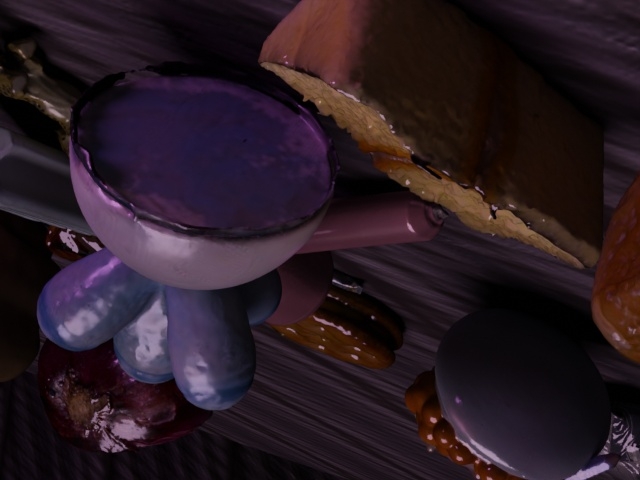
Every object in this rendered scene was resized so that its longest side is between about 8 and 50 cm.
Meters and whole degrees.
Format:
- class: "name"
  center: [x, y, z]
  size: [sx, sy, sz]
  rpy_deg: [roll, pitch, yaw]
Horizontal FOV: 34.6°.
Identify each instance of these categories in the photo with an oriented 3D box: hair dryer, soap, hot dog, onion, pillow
- class: "hair dryer"
  center: [0.000, 0.000, 1.119]
  size: [0.353, 0.125, 0.210]
  rpy_deg: [-4, 148, 41]
- class: "soap"
  center: [-0.363, -0.075, 1.249]
  size: [0.160, 0.087, 0.265]
  rpy_deg: [13, 175, 22]
- class: "hot dog"
  center: [-0.266, 0.004, 1.431]
  size: [0.227, 0.099, 0.160]
  rpy_deg: [20, 161, 6]
- class: "onion"
  center: [-0.358, 0.230, 1.903]
  size: [0.337, 0.260, 0.282]
  rpy_deg: [-3, -170, 34]
- class: "pillow"
  center: [0.442, 0.299, 1.414]
  size: [0.335, 0.092, 0.162]
  rpy_deg: [37, 162, -36]

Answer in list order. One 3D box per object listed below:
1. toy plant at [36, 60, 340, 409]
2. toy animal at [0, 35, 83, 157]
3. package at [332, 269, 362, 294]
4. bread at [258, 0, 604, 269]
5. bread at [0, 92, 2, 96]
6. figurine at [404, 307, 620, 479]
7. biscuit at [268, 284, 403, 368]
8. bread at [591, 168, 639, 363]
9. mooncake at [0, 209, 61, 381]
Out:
- class: "toy plant"
  center: [-0.134, 0.024, 0.965]
  size: [0.247, 0.247, 0.332]
  rpy_deg: [22, 133, 3]
- class: "toy animal"
  center: [-0.301, -0.157, 1.100]
  size: [0.181, 0.073, 0.136]
  rpy_deg: [31, 167, -31]
- class: "package"
  center: [0.006, 0.043, 1.352]
  size: [0.110, 0.015, 0.037]
  rpy_deg: [25, 166, 0]
- class: "bread"
  center: [0.093, -0.085, 0.750]
  size: [0.266, 0.141, 0.178]
  rpy_deg: [29, -164, -27]
- class: "bread"
  center: [-0.438, -0.209, 1.133]
  size: [0.193, 0.063, 0.193]
  rpy_deg: [21, 154, 10]
- class: "figurine"
  center: [0.212, 0.195, 1.265]
  size: [0.225, 0.205, 0.382]
  rpy_deg: [26, 169, -1]
- class: "biscuit"
  center: [0.013, 0.120, 1.468]
  size: [0.221, 0.066, 0.220]
  rpy_deg: [21, 161, 8]
- class: "bread"
  center: [0.309, -0.007, 0.642]
  size: [0.196, 0.176, 0.246]
  rpy_deg: [26, 153, -5]
- class: "mooncake"
  center: [-0.596, 0.090, 1.648]
  size: [0.379, 0.378, 0.201]
  rpy_deg: [6, 159, 41]
